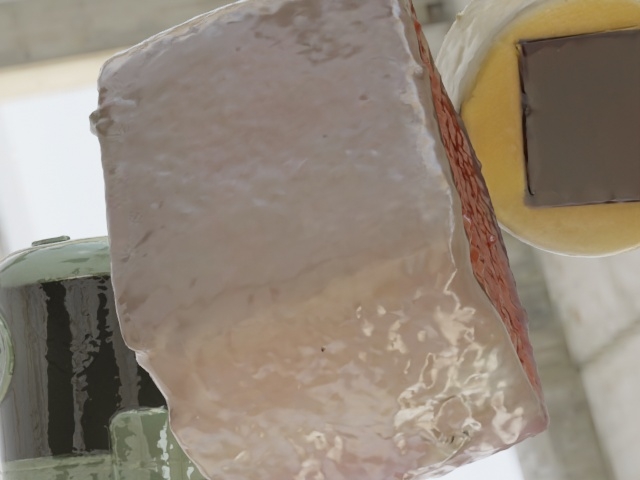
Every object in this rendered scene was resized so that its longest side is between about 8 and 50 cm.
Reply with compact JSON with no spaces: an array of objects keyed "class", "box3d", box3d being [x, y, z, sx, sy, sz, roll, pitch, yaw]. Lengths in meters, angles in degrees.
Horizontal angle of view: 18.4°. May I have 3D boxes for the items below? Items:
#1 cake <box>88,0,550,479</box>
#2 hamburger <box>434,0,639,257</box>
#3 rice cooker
[{"class":"cake","box3d":[0.000,0.000,1.275,0.237,0.230,0.309,58,13,-45]},{"class":"hamburger","box3d":[0.246,-0.122,1.825,0.170,0.302,0.302,-81,166,-72]},{"class":"rice cooker","box3d":[-0.171,0.133,1.834,0.288,0.288,0.277,164,-79,-70]}]
